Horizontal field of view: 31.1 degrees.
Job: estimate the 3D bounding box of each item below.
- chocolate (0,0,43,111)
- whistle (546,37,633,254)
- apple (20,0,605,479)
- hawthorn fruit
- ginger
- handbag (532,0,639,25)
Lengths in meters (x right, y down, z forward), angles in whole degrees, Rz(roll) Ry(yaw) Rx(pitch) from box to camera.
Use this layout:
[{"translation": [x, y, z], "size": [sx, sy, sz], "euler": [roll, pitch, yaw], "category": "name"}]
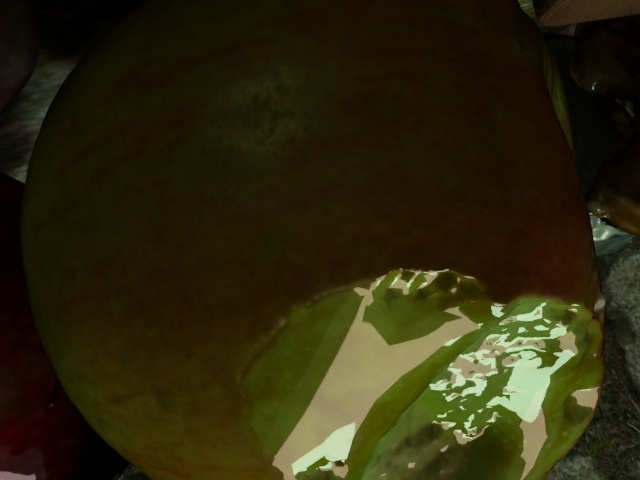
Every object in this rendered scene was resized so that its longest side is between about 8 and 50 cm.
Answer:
[{"translation": [-0.257, -0.065, 0.541], "size": [0.161, 0.083, 0.261], "euler": [-26, 167, 33], "category": "chocolate"}, {"translation": [0.139, -0.059, 0.993], "size": [0.168, 0.188, 0.405], "euler": [-25, 168, 40], "category": "whistle"}, {"translation": [0.000, 0.000, 0.650], "size": [0.339, 0.339, 0.339], "euler": [-17, 171, -3], "category": "apple"}, {"translation": [-0.267, 0.096, 0.792], "size": [0.316, 0.316, 0.316], "euler": [-17, 171, -3], "category": "hawthorn fruit"}, {"translation": [0.325, -0.058, 0.928], "size": [0.152, 0.357, 0.274], "euler": [-29, 141, 32], "category": "ginger"}, {"translation": [0.201, -0.198, 0.669], "size": [0.151, 0.072, 0.193], "euler": [-13, 171, -24], "category": "handbag"}]
